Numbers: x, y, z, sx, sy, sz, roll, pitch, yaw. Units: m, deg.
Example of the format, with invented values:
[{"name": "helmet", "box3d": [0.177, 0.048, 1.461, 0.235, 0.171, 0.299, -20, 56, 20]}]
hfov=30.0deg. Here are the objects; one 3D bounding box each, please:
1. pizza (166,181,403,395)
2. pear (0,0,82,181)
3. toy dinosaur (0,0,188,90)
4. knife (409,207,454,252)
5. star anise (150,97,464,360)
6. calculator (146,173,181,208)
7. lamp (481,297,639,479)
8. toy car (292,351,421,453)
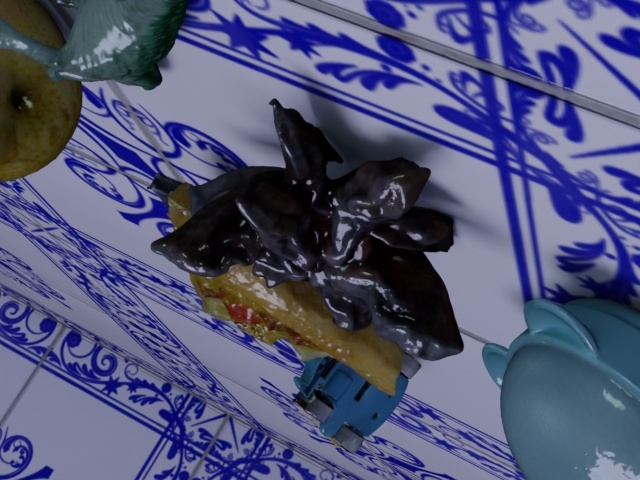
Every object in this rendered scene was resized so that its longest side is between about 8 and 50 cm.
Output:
[{"name": "pizza", "box3d": [-0.059, 0.057, 1.151, 0.280, 0.075, 0.288, 37, 166, -12]}, {"name": "pear", "box3d": [-0.267, -0.118, 0.919, 0.178, 0.178, 0.178, 29, 165, 9]}, {"name": "toy dinosaur", "box3d": [-0.147, -0.147, 0.738, 0.129, 0.076, 0.383, 1, 177, -13]}, {"name": "knife", "box3d": [0.037, -0.011, 0.957, 0.060, 0.028, 0.230, 51, 156, -21]}, {"name": "star anise", "box3d": [-0.004, -0.002, 0.871, 0.212, 0.129, 0.283, 28, 165, -19]}, {"name": "calculator", "box3d": [-0.044, 0.016, 1.192, 0.262, 0.021, 0.161, 22, 162, 29]}, {"name": "lamp", "box3d": [0.241, 0.157, 0.850, 0.284, 0.147, 0.209, 30, 162, 3]}, {"name": "toy car", "box3d": [0.016, 0.140, 1.263, 0.098, 0.126, 0.161, 32, 176, 43]}]
